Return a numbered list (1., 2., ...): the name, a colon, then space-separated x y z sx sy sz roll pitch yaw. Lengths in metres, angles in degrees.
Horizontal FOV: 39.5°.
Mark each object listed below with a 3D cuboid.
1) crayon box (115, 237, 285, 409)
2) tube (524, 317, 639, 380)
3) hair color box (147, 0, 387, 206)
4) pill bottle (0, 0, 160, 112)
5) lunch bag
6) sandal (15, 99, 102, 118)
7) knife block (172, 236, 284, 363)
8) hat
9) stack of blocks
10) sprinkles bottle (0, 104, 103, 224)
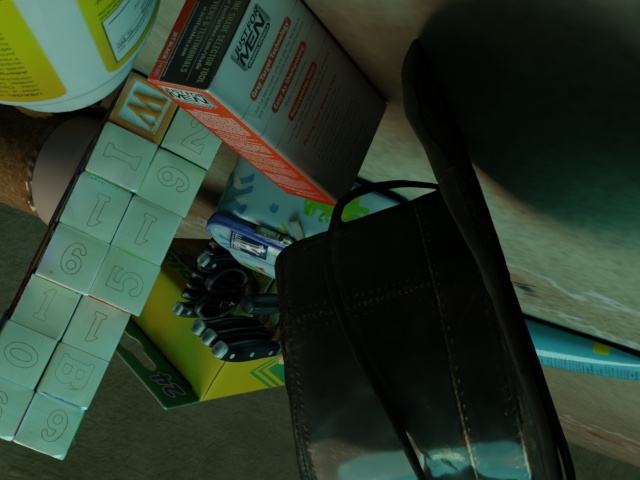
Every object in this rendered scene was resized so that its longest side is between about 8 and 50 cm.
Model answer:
1. crayon box: -0.116 0.087 1.078 0.203 0.083 0.323 42 -159 26
2. tube: 0.259 0.118 0.966 0.207 0.052 0.080 14 172 23
3. hair color box: -0.021 -0.078 0.474 0.043 0.072 0.141 17 168 33
4. pill bottle: -0.123 -0.121 0.347 0.117 0.118 0.208 24 171 -1
5. lunch bag: 0.000 0.000 0.807 0.176 0.090 0.219 20 171 5
6. sandal: -0.260 -0.136 0.787 0.180 0.049 0.072 17 168 34
7. knife block: -0.018 0.082 0.975 0.275 0.088 0.242 26 -160 -13
8. hat: 0.048 0.075 0.457 0.134 0.331 0.331 -19 159 10
9. stack of blocks: -0.194 0.022 0.748 0.087 0.297 0.171 27 171 -17
10. sprinkles bottle: -0.362 -0.109 0.958 0.355 0.121 0.121 20 170 23
